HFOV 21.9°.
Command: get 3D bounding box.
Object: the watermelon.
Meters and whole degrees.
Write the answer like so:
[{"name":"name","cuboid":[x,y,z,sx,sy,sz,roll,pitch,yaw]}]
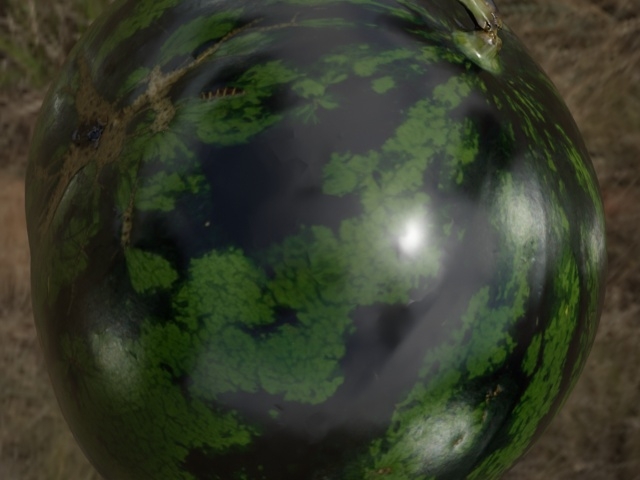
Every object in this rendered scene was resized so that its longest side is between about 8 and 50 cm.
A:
[{"name":"watermelon","cuboid":[-0.003,0.004,0.700,0.269,0.269,0.269,5,65,-11]}]
